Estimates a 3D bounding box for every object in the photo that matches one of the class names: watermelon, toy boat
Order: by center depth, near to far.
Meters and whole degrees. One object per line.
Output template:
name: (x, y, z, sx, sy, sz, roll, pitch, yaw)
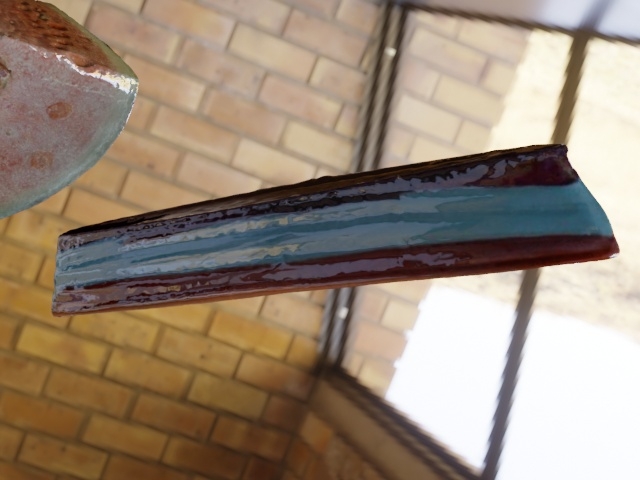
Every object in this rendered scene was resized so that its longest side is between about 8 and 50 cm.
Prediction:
toy boat: (0.000, 0.000, 0.914, 0.392, 0.079, 0.136, -9, -171, 19)
watermelon: (-0.355, -0.145, 1.371, 0.148, 0.318, 0.226, 57, 169, 35)
